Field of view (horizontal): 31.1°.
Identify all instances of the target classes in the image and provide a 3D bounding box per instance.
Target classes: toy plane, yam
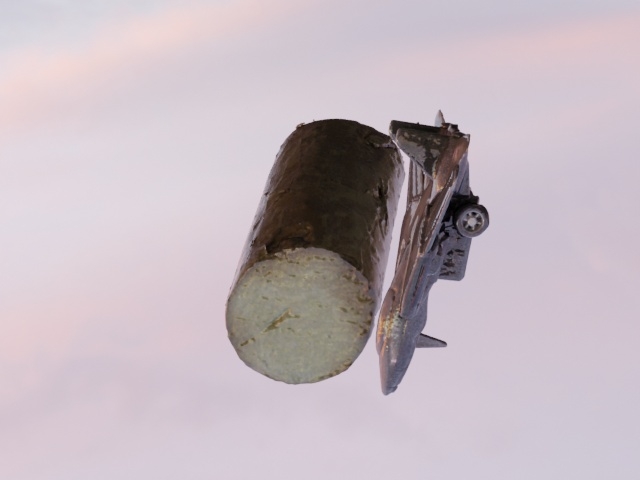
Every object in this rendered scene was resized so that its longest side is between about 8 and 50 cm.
[{"bbox_3d":[0.100,0.021,1.063,0.088,0.267,0.212,2,-165,-6],"label":"toy plane"},{"bbox_3d":[0.000,0.000,1.281,0.168,0.168,0.304,-1,-140,14],"label":"yam"}]
